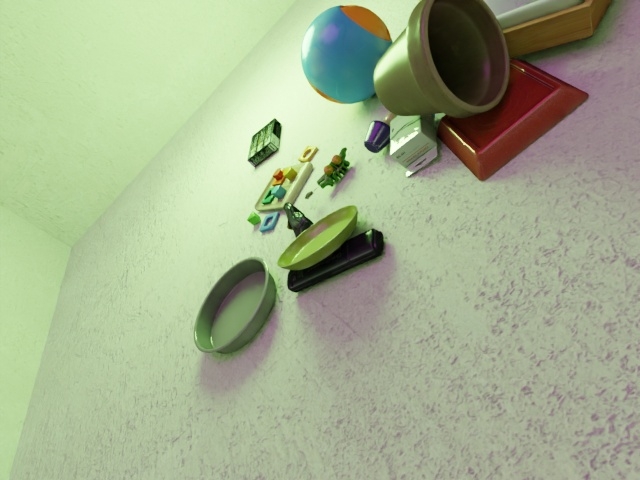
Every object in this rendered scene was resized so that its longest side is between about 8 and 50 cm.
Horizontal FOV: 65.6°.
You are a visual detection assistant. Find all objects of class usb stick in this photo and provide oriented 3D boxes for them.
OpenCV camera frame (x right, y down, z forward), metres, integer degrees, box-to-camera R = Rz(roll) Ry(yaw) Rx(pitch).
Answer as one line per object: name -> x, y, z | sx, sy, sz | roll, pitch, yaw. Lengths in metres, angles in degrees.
usb stick -> 0.030, 0.051, 1.178 | 0.277, 0.045, 0.077 | -27, 43, 32

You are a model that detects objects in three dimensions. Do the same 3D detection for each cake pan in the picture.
cake pan -> -0.230, 0.180, 1.354 | 0.293, 0.054, 0.293 | -32, 36, 27

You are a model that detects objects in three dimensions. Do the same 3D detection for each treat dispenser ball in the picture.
treat dispenser ball -> 0.082, -0.568, 1.531 | 0.288, 0.288, 0.288 | -32, 36, 27

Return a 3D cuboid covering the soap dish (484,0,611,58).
soap dish -> 0.498, -0.522, 1.110 | 0.290, 0.118, 0.229 | 4, 52, 52

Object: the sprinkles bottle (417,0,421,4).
sprinkles bottle -> 0.339, -0.608, 1.362 | 0.121, 0.121, 0.356 | -33, 25, 24

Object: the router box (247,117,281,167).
router box -> -0.217, -0.383, 1.935 | 0.133, 0.046, 0.179 | -31, 36, 28

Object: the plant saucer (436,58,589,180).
plant saucer -> 0.390, -0.282, 1.081 | 0.258, 0.047, 0.259 | -40, 32, 15

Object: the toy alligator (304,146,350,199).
toy alligator -> 0.031, -0.181, 1.418 | 0.051, 0.056, 0.190 | 35, 85, 18

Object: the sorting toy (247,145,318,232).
sorting toy -> -0.130, -0.182, 1.616 | 0.195, 0.047, 0.348 | 3, 59, 52

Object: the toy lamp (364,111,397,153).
toy lamp -> 0.207, -0.358, 1.360 | 0.080, 0.080, 0.275 | 12, 63, 55

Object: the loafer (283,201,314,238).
loafer -> -0.076, -0.059, 1.412 | 0.061, 0.062, 0.170 | -52, 30, 6

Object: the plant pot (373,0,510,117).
plant pot -> 0.244, -0.377, 1.097 | 0.229, 0.263, 0.263 | -12, 47, 58

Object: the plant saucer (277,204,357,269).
plant saucer -> 0.000, 0.000, 1.218 | 0.240, 0.037, 0.241 | -35, 14, 10

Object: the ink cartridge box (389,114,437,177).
ink cartridge box -> 0.228, -0.254, 1.225 | 0.104, 0.060, 0.180 | -36, 33, 38
